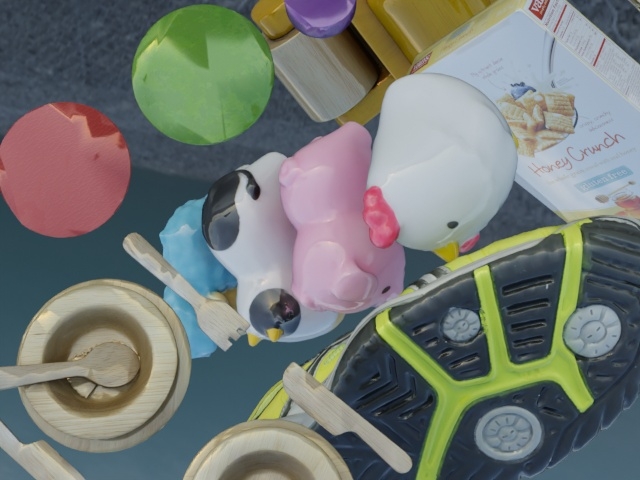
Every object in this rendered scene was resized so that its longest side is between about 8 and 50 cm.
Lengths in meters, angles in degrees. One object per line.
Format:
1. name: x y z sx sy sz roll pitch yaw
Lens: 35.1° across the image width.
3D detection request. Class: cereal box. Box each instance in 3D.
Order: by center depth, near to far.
1. cereal box: 0.207 -0.102 0.863 0.240 0.047 0.173 35 154 -16

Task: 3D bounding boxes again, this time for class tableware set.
1. tableware set: -0.066 0.093 0.481 0.194 0.128 0.039 39 167 8

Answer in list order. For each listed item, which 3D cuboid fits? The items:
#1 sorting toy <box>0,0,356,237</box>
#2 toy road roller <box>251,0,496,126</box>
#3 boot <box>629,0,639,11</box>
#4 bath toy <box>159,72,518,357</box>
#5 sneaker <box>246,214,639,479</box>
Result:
1. sorting toy: -0.122 -0.127 0.951 0.365 0.127 0.126 -35 174 -2
2. toy road roller: 0.092 -0.275 1.269 0.329 0.240 0.202 -37 118 9
3. boot: 0.565 -0.458 1.660 0.165 0.213 0.077 -38 141 21
4. bath toy: 0.000 0.000 0.747 0.151 0.129 0.348 48 143 -14
5. sneaker: 0.051 0.095 0.658 0.385 0.147 0.145 -36 106 22
